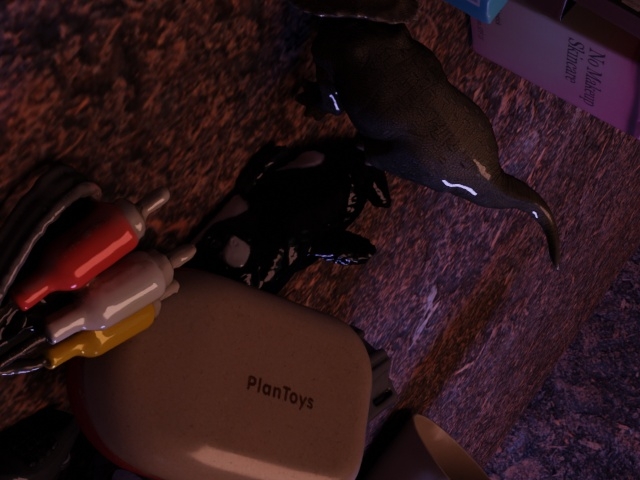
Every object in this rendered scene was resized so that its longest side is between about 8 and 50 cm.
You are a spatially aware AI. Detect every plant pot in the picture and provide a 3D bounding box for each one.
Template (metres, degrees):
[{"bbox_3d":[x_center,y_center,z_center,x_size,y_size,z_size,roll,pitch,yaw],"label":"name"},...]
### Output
[{"bbox_3d":[0.130,0.451,1.919,0.274,0.256,0.256,-44,163,9],"label":"plant pot"}]

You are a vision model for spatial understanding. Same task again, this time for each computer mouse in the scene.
[{"bbox_3d":[-0.174,0.146,0.926,0.242,0.041,0.071,-30,147,-55],"label":"computer mouse"}]

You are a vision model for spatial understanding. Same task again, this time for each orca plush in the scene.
[{"bbox_3d":[0.000,0.000,1.028,0.287,0.102,0.151,-24,143,-59],"label":"orca plush"}]

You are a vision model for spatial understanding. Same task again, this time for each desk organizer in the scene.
[{"bbox_3d":[0.233,-0.203,1.053,0.047,0.130,0.050,-46,162,-30],"label":"desk organizer"}]

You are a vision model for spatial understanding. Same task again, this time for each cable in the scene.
[{"bbox_3d":[-0.187,0.065,0.715,0.287,0.072,0.139,-45,153,-30],"label":"cable"}]

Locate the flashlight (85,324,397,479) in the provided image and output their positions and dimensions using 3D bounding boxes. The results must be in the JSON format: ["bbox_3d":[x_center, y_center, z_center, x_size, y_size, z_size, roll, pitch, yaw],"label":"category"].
[{"bbox_3d":[-0.060,0.156,1.067,0.304,0.103,0.103,-31,118,-48],"label":"flashlight"}]

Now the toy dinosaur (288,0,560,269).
[{"bbox_3d":[0.061,-0.091,0.883,0.121,0.313,0.160,-30,-177,-1],"label":"toy dinosaur"}]

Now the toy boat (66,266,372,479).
[{"bbox_3d":[-0.083,0.111,0.914,0.231,0.151,0.151,23,67,-36],"label":"toy boat"}]

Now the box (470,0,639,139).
[{"bbox_3d":[0.267,-0.204,1.165,0.126,0.232,0.148,-54,161,-12],"label":"box"}]

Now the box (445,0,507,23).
[{"bbox_3d":[0.189,-0.308,1.071,0.244,0.060,0.100,-51,161,-16],"label":"box"}]
